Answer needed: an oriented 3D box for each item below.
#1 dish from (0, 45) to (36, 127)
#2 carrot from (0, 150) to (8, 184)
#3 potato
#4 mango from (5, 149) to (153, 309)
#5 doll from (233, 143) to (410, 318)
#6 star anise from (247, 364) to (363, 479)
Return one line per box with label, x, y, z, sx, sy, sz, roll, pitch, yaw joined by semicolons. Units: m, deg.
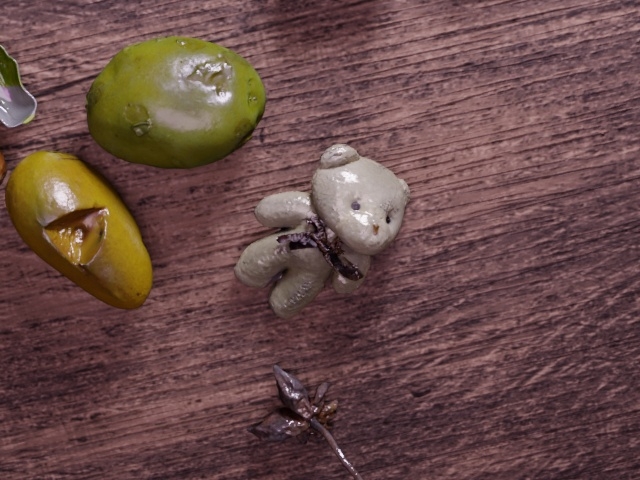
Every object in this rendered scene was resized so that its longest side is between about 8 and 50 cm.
dish;-0.463;-0.222;1.540;0.091;0.039;0.137;-42;100;1
carrot;-0.548;-0.142;1.507;0.225;0.159;0.159;21;100;-16
potato;-0.203;-0.192;1.500;0.253;0.148;0.186;-13;104;0
mango;-0.338;-0.013;1.531;0.130;0.167;0.262;-39;104;20
doll;0.003;0.003;1.559;0.175;0.149;0.278;28;115;-40
star anise;-0.008;0.316;1.580;0.148;0.227;0.218;-34;111;-2
